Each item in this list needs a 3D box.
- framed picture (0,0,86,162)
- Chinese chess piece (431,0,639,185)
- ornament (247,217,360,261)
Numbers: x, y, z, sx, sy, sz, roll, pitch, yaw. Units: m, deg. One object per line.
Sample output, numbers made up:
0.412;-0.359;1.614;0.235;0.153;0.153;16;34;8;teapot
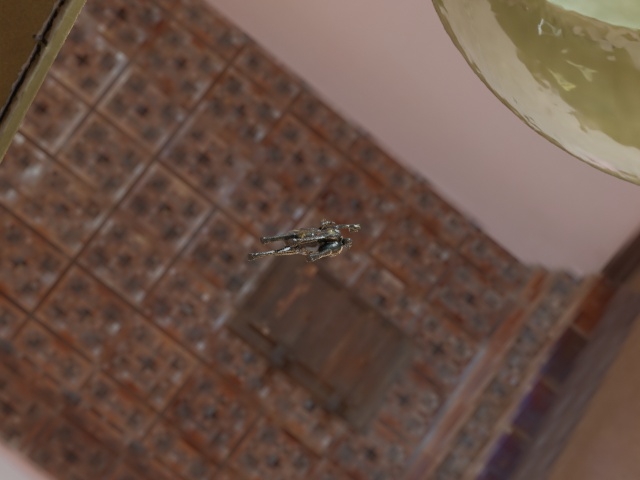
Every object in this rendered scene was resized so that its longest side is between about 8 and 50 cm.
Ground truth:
-0.345;-0.114;1.283;0.335;0.247;0.022;-54;34;41;framed picture
0.140;-0.116;0.513;0.238;0.237;0.092;-54;-32;-17;Chinese chess piece
0.000;0.000;1.469;0.073;0.028;0.125;1;8;35;ornament
